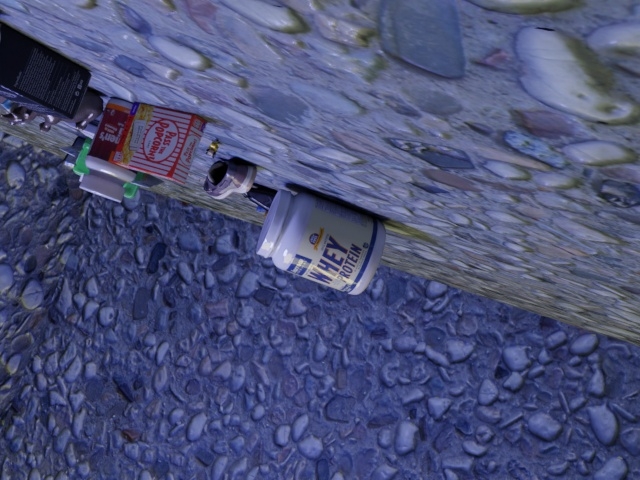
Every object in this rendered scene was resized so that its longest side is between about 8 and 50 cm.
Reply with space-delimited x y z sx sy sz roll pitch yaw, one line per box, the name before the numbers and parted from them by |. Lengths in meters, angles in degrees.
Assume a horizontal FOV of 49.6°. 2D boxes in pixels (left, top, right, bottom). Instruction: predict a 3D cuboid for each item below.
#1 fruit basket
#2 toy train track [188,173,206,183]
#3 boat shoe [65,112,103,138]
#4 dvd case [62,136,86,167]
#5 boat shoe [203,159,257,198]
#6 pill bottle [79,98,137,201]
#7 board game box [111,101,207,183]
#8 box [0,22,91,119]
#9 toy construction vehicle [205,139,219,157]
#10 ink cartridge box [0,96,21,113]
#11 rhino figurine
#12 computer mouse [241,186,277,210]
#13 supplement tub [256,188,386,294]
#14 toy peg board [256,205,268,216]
fruit basket | -0.743 -0.259 2.504 0.327 0.165 0.353 26 -179 -7
toy train track | -0.459 -0.231 2.598 0.083 0.014 0.048 23 174 -34
boat shoe | -0.570 -0.300 1.877 0.258 0.095 0.084 30 179 -1
dvd case | -0.832 -0.299 2.643 0.253 0.022 0.180 21 -144 -15
boat shoe | -0.271 -0.179 1.936 0.092 0.103 0.285 28 168 -27
pill bottle | -0.477 -0.210 1.626 0.121 0.221 0.121 19 175 2
board game box | -0.354 -0.216 1.517 0.193 0.147 0.045 16 174 31
box | -0.593 -0.334 1.370 0.153 0.108 0.207 16 174 38
toy construction vehicle | -0.288 -0.241 1.690 0.086 0.035 0.098 31 172 -4
ink cartridge box | -0.685 -0.337 1.559 0.090 0.092 0.143 43 169 4
rhino figurine | -0.602 -0.295 1.564 0.243 0.073 0.106 -16 172 -45
computer mouse | -0.165 -0.134 2.226 0.272 0.072 0.188 33 176 -7
supplement tub | 0.000 0.000 1.996 0.324 0.235 0.235 20 175 -10
toy peg board | -0.164 -0.099 2.505 0.160 0.079 0.161 21 175 -14
